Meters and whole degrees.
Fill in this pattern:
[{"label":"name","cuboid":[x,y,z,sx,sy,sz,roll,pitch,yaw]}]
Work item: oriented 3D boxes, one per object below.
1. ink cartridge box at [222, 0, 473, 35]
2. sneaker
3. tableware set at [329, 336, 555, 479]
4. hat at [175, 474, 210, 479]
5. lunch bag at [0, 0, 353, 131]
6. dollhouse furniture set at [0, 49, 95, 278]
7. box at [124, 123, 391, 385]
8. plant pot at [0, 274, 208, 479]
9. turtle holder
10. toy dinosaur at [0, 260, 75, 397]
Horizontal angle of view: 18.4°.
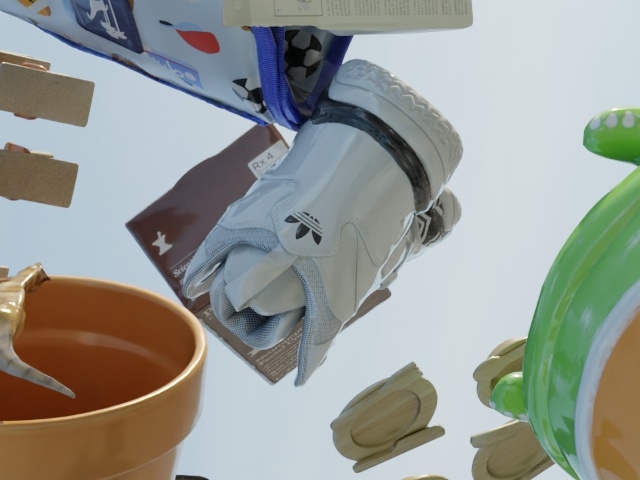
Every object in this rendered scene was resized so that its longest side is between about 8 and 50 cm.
[{"label":"ink cartridge box","cuboid":[0.001,-0.215,1.199,0.224,0.056,0.181,-7,-86,-45]},{"label":"sneaker","cuboid":[0.000,0.000,1.525,0.210,0.137,0.366,-50,-8,-9]},{"label":"tableware set","cuboid":[0.080,0.114,1.128,0.141,0.020,0.169,-26,-42,-10]},{"label":"hat","cuboid":[-0.263,0.311,1.975,0.331,0.331,0.134,55,-147,-61]},{"label":"lunch bag","cuboid":[-0.112,-0.302,1.497,0.239,0.327,0.386,-32,-40,-52]},{"label":"dollhouse furniture set","cuboid":[-0.344,-0.065,1.814,0.135,0.262,0.259,10,-86,-33]},{"label":"box","cuboid":[-0.057,0.022,2.199,0.191,0.143,0.381,-37,-21,1]},{"label":"plant pot","cuboid":[-0.239,0.175,1.630,0.291,0.290,0.204,-35,-48,-56]},{"label":"turtle holder","cuboid":[0.265,0.071,0.983,0.320,0.227,0.243,22,-75,-40]},{"label":"toy dinosaur","cuboid":[-0.248,0.068,1.501,0.064,0.112,0.211,58,-171,-26]}]
